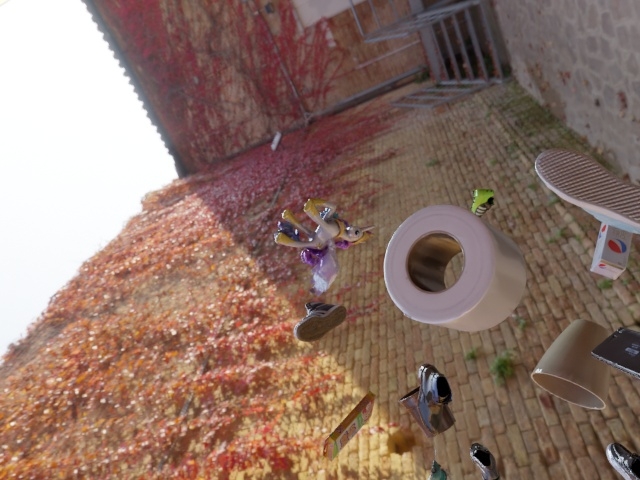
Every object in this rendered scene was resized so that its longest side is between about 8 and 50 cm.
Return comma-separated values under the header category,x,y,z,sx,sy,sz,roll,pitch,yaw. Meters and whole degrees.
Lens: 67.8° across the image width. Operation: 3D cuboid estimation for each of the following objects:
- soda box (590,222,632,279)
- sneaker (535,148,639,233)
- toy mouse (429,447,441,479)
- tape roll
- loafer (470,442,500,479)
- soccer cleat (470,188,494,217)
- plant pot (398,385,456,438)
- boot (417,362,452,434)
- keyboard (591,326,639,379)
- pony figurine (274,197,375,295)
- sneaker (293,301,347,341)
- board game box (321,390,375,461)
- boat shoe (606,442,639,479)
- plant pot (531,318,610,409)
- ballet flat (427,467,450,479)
category,x,y,z,sx,sy,sz,roll,pitch,yaw
soda box,0.886,0.009,1.441,0.216,0.074,0.069,-57,-19,-30
sneaker,0.764,-0.120,1.327,0.366,0.135,0.150,40,178,25
toy mouse,0.367,0.772,1.533,0.143,0.031,0.160,20,-98,-74
tape roll,0.279,0.062,1.000,0.169,0.246,0.246,20,-130,-46
loafer,0.720,0.957,2.095,0.267,0.096,0.084,-78,-30,-83
soccer cleat,0.544,-0.114,1.601,0.179,0.073,0.060,67,-157,-61
plant pot,0.405,0.627,1.770,0.165,0.167,0.167,58,-167,16
boot,0.352,0.497,1.461,0.106,0.082,0.219,160,103,-78
keyboard,0.838,0.267,1.220,0.033,0.201,0.317,48,-176,5
pony figurine,0.000,0.000,1.908,0.364,0.351,0.302,26,-149,-34
sneaker,-0.038,0.321,1.906,0.282,0.153,0.099,-17,-73,-46
board game box,0.097,0.634,1.613,0.259,0.039,0.124,-31,-42,-39
boat shoe,0.876,0.634,1.318,0.228,0.080,0.076,-67,-13,-70
plant pot,0.973,0.445,1.795,0.274,0.257,0.256,-58,-40,-19
ballet flat,0.405,0.947,1.748,0.091,0.241,0.077,34,176,43
